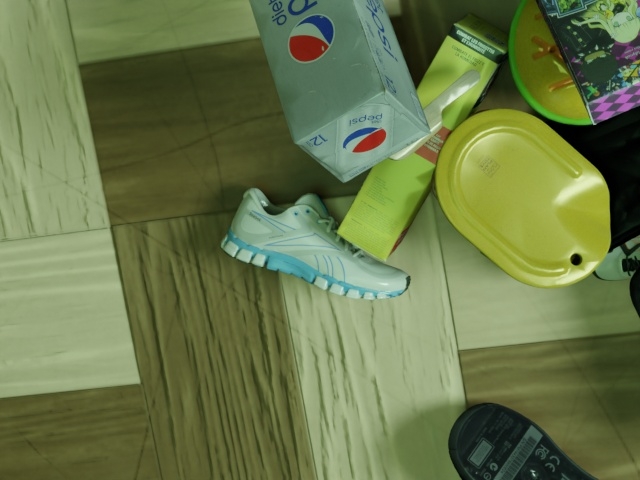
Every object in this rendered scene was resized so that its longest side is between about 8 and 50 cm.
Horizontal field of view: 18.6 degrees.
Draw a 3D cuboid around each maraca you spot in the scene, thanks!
[{"bbox_3d":[0.236,-0.196,1.766,0.127,0.099,0.186,14,82,-10],"label":"maraca"}]

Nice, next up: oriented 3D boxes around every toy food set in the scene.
[{"bbox_3d":[0.164,-0.049,1.767,0.218,0.071,0.128,42,81,-4],"label":"toy food set"}]

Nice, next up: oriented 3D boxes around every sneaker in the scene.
[{"bbox_3d":[0.000,0.000,1.888,0.190,0.071,0.083,18,101,9],"label":"sneaker"},{"bbox_3d":[0.305,0.017,1.828,0.109,0.044,0.040,-11,102,18],"label":"sneaker"}]

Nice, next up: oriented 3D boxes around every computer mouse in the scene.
[{"bbox_3d":[0.211,0.288,1.870,0.262,0.184,0.060,33,153,-1],"label":"computer mouse"}]

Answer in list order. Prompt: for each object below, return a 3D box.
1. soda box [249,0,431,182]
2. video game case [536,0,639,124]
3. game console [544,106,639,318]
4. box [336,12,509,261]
[{"bbox_3d":[0.001,-0.200,1.745,0.098,0.091,0.286,-30,56,18],"label":"soda box"},{"bbox_3d":[0.302,-0.232,1.684,0.232,0.042,0.210,-23,58,5],"label":"video game case"},{"bbox_3d":[0.315,0.033,1.781,0.213,0.044,0.361,-29,77,19],"label":"game console"},{"bbox_3d":[0.100,-0.097,1.829,0.058,0.087,0.232,32,108,5],"label":"box"}]
